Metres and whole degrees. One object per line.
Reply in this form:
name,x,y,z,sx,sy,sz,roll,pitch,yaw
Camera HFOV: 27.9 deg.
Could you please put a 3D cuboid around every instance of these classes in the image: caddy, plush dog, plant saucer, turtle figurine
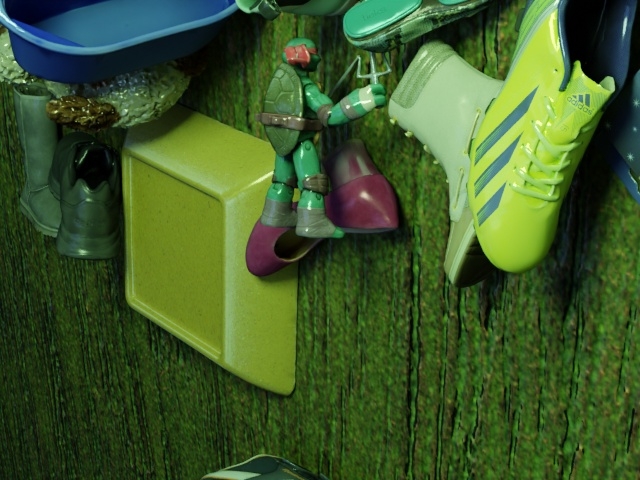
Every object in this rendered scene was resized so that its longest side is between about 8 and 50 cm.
caddy,-0.227,-0.321,1.448,0.241,0.341,0.179,67,160,8
plush dog,-0.258,-0.219,1.635,0.225,0.262,0.210,43,168,47
plant saucer,-0.163,0.009,1.682,0.333,0.081,0.332,27,123,45
turtle figurine,-0.010,-0.125,1.357,0.175,0.118,0.234,-148,63,-71

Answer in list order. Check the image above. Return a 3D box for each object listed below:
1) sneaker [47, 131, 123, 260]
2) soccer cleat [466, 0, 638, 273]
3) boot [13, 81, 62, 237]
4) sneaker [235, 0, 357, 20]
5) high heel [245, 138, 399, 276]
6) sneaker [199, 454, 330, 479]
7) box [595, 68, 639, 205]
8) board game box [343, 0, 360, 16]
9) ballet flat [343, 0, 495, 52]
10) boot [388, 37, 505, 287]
sneaker,-0.312,-0.090,1.766,0.286,0.109,0.130,-117,32,-55
soccer cleat,0.201,-0.106,1.111,0.121,0.093,0.289,-145,66,-64
boot,-0.411,-0.123,1.966,0.190,0.076,0.208,28,117,41
sneaker,0.004,-0.311,1.245,0.094,0.151,0.256,55,138,24
high heel,0.000,0.000,1.466,0.244,0.082,0.117,-43,58,34
sneaker,-0.030,0.339,1.616,0.321,0.127,0.126,4,114,25
box,0.316,-0.098,1.070,0.136,0.037,0.225,57,141,20
board game box,0.019,-0.381,1.348,0.145,0.027,0.281,-37,74,52
ballet flat,0.113,-0.232,1.242,0.188,0.070,0.070,-17,89,22
boot,0.132,-0.077,1.278,0.165,0.077,0.213,39,126,36
